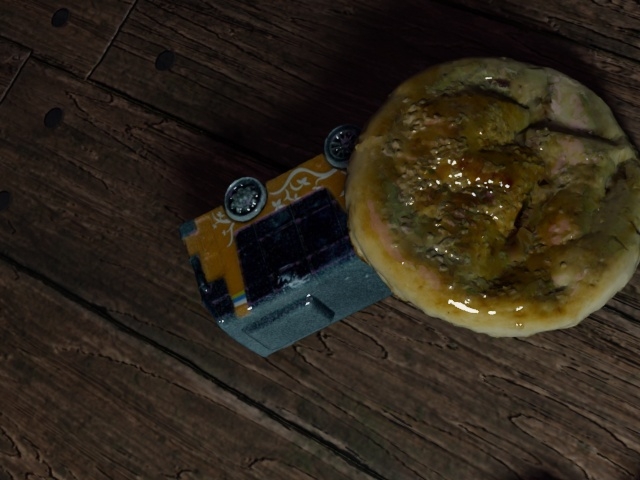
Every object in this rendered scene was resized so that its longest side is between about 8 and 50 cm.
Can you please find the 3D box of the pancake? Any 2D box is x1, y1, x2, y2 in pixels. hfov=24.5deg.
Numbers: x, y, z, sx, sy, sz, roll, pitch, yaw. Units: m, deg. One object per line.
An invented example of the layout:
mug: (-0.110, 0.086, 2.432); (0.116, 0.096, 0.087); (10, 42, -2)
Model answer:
pancake: (0.217, -0.062, 1.745); (0.387, 0.082, 0.386); (3, 64, -7)

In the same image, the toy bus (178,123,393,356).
toy bus: (0.000, 0.000, 1.890); (0.323, 0.162, 0.194); (-27, 60, 13)
